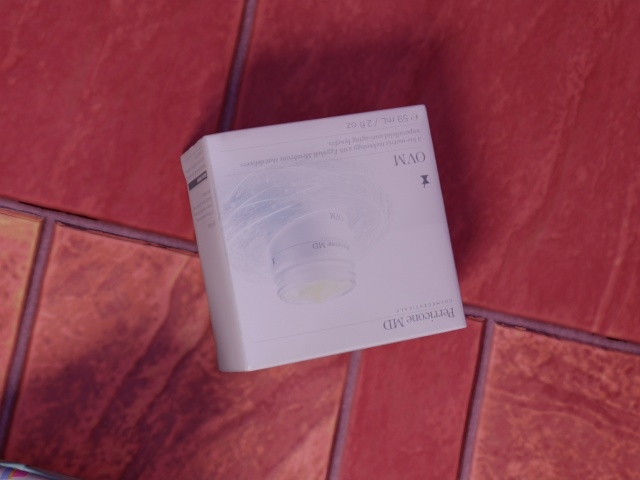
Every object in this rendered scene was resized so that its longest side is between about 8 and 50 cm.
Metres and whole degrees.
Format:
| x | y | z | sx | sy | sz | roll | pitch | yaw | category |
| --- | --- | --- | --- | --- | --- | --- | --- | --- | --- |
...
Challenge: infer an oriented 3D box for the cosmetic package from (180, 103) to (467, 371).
| x | y | z | sx | sy | sz | roll | pitch | yaw | category |
| --- | --- | --- | --- | --- | --- | --- | --- | --- | --- |
| 0.000 | 0.000 | 1.214 | 0.224 | 0.138 | 0.225 | -10 | 89 | -17 | cosmetic package |

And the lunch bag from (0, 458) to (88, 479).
| x | y | z | sx | sy | sz | roll | pitch | yaw | category |
| --- | --- | --- | --- | --- | --- | --- | --- | --- | --- |
| -0.254 | 0.306 | 1.045 | 0.108 | 0.279 | 0.224 | 34 | 65 | -48 | lunch bag |
